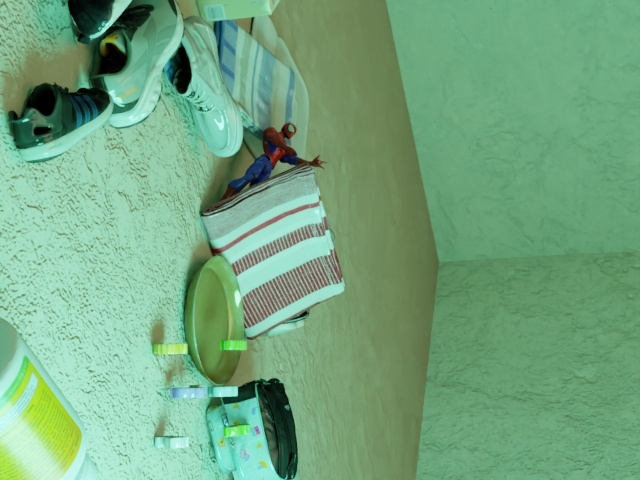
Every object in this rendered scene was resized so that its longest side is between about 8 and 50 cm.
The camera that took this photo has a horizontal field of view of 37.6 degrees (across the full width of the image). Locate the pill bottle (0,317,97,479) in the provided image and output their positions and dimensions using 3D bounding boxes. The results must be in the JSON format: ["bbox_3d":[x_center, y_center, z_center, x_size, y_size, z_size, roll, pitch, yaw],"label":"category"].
[{"bbox_3d":[-0.338,0.207,1.020,0.136,0.136,0.246,-78,158,-43],"label":"pill bottle"}]

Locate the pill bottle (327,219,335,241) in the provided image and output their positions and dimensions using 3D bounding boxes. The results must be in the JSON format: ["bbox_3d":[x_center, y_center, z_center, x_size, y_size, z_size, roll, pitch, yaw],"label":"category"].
[{"bbox_3d":[0.000,0.000,2.381,0.120,0.067,0.067,-73,154,-52],"label":"pill bottle"}]

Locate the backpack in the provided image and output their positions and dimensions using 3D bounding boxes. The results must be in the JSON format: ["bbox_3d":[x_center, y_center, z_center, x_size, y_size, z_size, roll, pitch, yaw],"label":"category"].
[{"bbox_3d":[-0.118,0.363,1.730,0.188,0.144,0.166,69,11,13],"label":"backpack"}]

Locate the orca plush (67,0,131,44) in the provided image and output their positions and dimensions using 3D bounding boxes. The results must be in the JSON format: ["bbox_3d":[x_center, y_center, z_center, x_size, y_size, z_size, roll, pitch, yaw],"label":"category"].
[{"bbox_3d":[-0.308,-0.381,1.334,0.102,0.151,0.287,43,38,-20],"label":"orca plush"}]

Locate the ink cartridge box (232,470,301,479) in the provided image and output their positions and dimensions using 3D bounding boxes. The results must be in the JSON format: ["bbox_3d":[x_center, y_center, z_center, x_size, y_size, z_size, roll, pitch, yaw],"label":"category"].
[{"bbox_3d":[-0.105,0.619,1.836,0.308,0.091,0.385,39,32,-57],"label":"ink cartridge box"}]

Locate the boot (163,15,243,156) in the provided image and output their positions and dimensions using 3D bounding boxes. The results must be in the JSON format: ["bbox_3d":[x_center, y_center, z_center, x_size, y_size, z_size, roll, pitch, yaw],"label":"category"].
[{"bbox_3d":[-0.219,-0.260,1.660,0.123,0.095,0.258,-45,121,-62],"label":"boot"}]

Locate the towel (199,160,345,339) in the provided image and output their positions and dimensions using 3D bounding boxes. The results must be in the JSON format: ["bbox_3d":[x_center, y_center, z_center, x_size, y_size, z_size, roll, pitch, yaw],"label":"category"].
[{"bbox_3d":[-0.084,0.028,1.846,0.037,0.237,0.329,45,-23,50],"label":"towel"}]

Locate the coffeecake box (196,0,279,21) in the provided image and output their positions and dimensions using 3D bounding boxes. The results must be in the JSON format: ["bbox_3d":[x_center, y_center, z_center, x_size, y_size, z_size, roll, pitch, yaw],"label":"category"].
[{"bbox_3d":[-0.147,-0.498,1.838,0.185,0.142,0.068,-71,153,-53],"label":"coffeecake box"}]

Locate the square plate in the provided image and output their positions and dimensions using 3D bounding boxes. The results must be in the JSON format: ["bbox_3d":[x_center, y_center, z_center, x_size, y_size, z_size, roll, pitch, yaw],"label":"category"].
[{"bbox_3d":[-0.092,-0.302,2.162,0.347,0.049,0.344,58,33,-59],"label":"square plate"}]

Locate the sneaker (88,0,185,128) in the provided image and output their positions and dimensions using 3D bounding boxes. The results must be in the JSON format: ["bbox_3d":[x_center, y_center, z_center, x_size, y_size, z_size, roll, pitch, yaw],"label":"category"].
[{"bbox_3d":[-0.280,-0.301,1.419,0.108,0.100,0.271,57,32,-50],"label":"sneaker"}]

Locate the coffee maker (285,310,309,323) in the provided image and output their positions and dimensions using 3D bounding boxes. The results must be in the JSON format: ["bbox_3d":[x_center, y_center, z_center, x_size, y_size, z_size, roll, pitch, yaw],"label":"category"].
[{"bbox_3d":[-0.091,0.063,2.006,0.171,0.120,0.178,-133,-152,-58],"label":"coffee maker"}]

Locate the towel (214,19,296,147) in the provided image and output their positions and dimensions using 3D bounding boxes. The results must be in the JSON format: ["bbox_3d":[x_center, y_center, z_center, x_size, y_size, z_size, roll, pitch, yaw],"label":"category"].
[{"bbox_3d":[-0.133,-0.320,1.939,0.285,0.034,0.209,33,55,-55],"label":"towel"}]

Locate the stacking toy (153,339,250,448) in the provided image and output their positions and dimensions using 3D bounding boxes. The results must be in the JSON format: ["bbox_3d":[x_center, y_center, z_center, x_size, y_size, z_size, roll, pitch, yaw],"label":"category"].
[{"bbox_3d":[-0.189,0.252,1.570,0.221,0.052,0.167,6,81,-52],"label":"stacking toy"}]

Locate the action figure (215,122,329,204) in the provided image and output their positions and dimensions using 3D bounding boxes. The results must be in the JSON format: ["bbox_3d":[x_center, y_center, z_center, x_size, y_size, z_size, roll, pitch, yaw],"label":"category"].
[{"bbox_3d":[-0.086,-0.134,1.865,0.091,0.139,0.280,73,35,-46],"label":"action figure"}]

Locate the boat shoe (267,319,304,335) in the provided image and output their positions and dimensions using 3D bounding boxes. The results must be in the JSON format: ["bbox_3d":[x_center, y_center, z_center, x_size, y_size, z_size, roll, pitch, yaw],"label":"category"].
[{"bbox_3d":[-0.079,0.170,2.084,0.184,0.066,0.063,-8,80,-72],"label":"boat shoe"}]

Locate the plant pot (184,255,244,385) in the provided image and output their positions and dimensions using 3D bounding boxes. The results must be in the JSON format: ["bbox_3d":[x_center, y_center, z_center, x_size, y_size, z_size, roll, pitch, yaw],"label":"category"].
[{"bbox_3d":[-0.197,0.146,1.721,0.236,0.032,0.236,-4,90,-74],"label":"plant pot"}]

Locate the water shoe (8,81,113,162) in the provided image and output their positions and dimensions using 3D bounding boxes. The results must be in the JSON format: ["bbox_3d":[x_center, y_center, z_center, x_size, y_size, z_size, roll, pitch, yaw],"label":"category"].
[{"bbox_3d":[-0.335,-0.176,1.236,0.203,0.073,0.080,-68,148,-57],"label":"water shoe"}]
